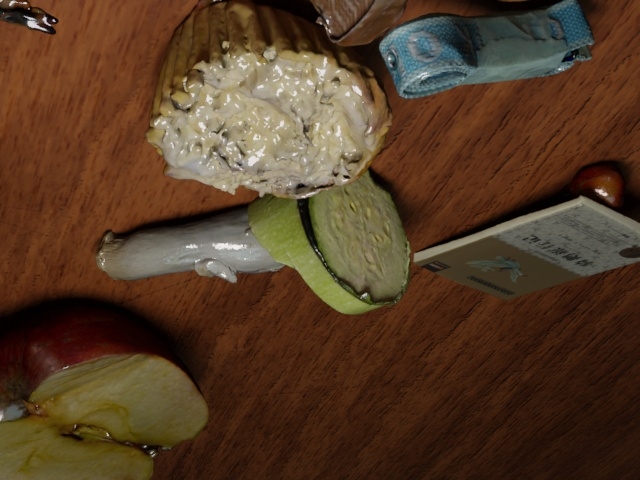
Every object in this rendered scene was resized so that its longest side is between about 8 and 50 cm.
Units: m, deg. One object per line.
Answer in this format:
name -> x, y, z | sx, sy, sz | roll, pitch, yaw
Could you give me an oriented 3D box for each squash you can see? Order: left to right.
squash -> 0.012, 0.005, 1.567 | 0.133, 0.220, 0.220 | -33, 140, 30

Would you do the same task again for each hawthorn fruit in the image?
hawthorn fruit -> 0.380, -0.071, 1.671 | 0.077, 0.077, 0.077 | -6, 147, -4

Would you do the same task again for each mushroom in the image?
mushroom -> -0.167, 0.008, 1.656 | 0.278, 0.096, 0.099 | -7, 102, 1

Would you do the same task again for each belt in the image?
belt -> 0.189, -0.208, 1.320 | 0.302, 0.072, 0.087 | -14, 164, -39

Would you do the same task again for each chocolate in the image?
chocolate -> 0.053, -0.302, 1.176 | 0.093, 0.148, 0.214 | -23, 165, -40

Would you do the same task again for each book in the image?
book -> 0.318, 0.017, 1.769 | 0.217, 0.021, 0.310 | 21, 151, -37

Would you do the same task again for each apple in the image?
apple -> -0.356, 0.250, 1.810 | 0.329, 0.295, 0.365 | 0, 162, 44

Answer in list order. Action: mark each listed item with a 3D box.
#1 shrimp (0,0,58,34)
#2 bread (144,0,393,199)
shrimp -> -0.392, -0.252, 1.229 | 0.262, 0.066, 0.117 | 19, 155, -13
bread -> -0.056, -0.153, 1.376 | 0.274, 0.149, 0.274 | -2, 151, -1
